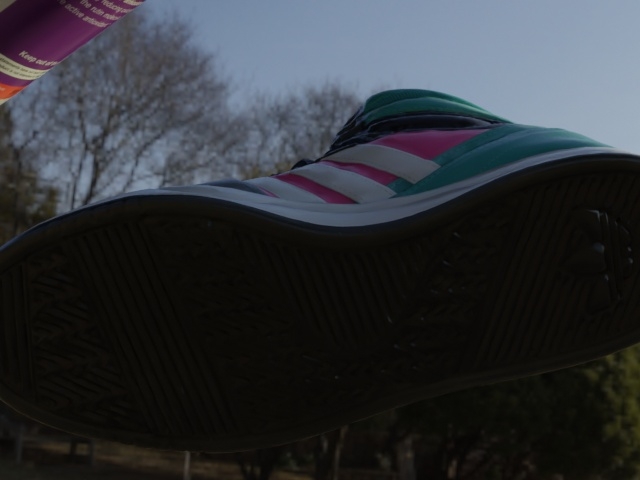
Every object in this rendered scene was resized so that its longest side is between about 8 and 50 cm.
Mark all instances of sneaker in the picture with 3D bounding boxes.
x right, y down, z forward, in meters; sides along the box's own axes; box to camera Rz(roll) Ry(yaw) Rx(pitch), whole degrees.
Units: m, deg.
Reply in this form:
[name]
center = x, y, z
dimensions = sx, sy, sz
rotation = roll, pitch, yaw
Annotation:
[sneaker]
center = 0.000, 0.000, 0.479
dimensions = 0.295, 0.124, 0.178
rotation = -7, 12, -5

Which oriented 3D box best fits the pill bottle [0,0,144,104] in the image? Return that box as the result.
[pill bottle]
center = -0.166, -0.238, 0.687
dimensions = 0.323, 0.181, 0.181
rotation = -32, -18, 13
